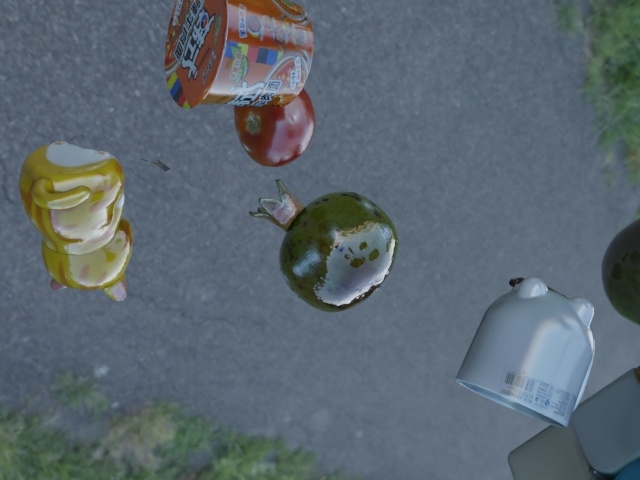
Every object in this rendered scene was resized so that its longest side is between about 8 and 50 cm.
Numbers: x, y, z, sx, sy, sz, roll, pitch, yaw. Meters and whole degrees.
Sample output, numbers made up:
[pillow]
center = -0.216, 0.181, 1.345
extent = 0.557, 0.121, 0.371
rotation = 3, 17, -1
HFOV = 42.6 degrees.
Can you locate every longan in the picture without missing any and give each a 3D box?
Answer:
[longan]
center = 0.646, 0.047, 1.535
extent = 0.248, 0.248, 0.248
rotation = -31, 154, -18

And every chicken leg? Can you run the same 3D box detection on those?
[chicken leg]
center = 0.404, 0.100, 1.455
extent = 0.062, 0.145, 0.037
rotation = -35, 145, -68

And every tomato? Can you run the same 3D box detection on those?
[tomato]
center = -0.094, -0.253, 1.724
extent = 0.136, 0.195, 0.195
rotation = -13, 144, -42

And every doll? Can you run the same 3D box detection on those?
[doll]
center = -0.387, -0.034, 1.322
extent = 0.269, 0.167, 0.162
rotation = 83, 30, -48

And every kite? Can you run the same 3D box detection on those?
[kite]
center = -0.365, -0.168, 1.835
extent = 0.002, 0.044, 0.078
rotation = -53, 163, 18

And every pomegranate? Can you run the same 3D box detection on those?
[pomegranate]
center = 0.018, 0.001, 1.841
extent = 0.291, 0.323, 0.290
rotation = -33, 154, -18

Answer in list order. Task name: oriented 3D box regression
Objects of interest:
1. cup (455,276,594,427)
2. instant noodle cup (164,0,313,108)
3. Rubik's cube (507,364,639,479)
[cup]
center = 0.263, 0.133, 0.952
extent = 0.141, 0.174, 0.134
rotation = -65, -171, -10
[instant noodle cup]
center = -0.146, -0.350, 1.483
extent = 0.192, 0.250, 0.250
rotation = 4, 133, -35
[Rubik's cube]
center = 0.505, 0.369, 1.022
extent = 0.347, 0.346, 0.344
rotation = 28, 123, -30
